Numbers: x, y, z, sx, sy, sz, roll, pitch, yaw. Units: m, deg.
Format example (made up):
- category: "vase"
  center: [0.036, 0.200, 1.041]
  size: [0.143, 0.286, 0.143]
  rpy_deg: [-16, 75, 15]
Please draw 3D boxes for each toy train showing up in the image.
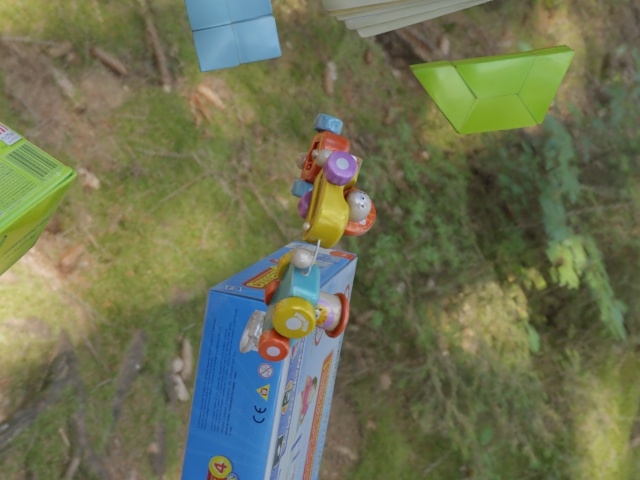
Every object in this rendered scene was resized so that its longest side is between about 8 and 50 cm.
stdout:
- category: "toy train"
  center: [0.000, 0.000, 0.598]
  size: [0.046, 0.166, 0.125]
  rpy_deg: [19, -6, -11]

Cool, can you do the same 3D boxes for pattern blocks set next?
- category: "pattern blocks set"
  center: [0.080, -0.197, 0.488]
  size: [0.026, 0.325, 0.285]
  rpy_deg: [-100, -171, -72]

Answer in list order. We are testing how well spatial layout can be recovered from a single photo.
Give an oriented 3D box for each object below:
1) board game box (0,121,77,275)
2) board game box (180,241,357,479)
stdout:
- category: "board game box"
  center: [-0.157, -0.006, 0.302]
  size: [0.092, 0.043, 0.181]
  rpy_deg: [34, 21, -6]
- category: "board game box"
  center: [-0.054, 0.176, 1.037]
  size: [0.302, 0.086, 0.308]
  rpy_deg: [-32, 132, -75]
